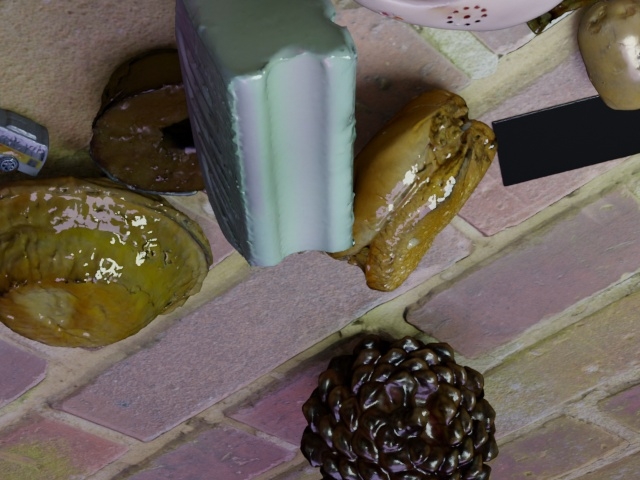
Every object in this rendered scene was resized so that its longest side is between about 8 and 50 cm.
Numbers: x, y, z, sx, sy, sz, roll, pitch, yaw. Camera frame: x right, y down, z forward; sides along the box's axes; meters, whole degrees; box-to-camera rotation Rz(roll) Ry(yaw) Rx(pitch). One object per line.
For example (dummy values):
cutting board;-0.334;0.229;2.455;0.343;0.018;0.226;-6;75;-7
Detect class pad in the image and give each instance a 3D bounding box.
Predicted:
pad;0.409;-0.168;1.676;0.246;0.006;0.170;-13;143;9

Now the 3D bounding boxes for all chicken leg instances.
chicken leg;0.342;-0.346;1.401;0.093;0.070;0.178;16;147;-26

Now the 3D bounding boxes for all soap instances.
soap;-0.068;-0.141;1.285;0.156;0.261;0.446;-20;147;-12

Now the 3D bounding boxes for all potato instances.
potato;0.435;-0.268;1.474;0.109;0.118;0.178;-40;127;-14

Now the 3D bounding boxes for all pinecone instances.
pinecone;0.142;0.386;2.056;0.398;0.397;0.397;-4;142;-3

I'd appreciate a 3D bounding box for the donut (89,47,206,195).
donut;-0.198;-0.176;1.501;0.272;0.107;0.272;-7;146;-5

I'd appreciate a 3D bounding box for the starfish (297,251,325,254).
starfish;0.000;0.000;1.818;0.092;0.016;0.086;12;140;-15

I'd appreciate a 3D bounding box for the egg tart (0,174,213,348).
egg tart;-0.391;0.057;1.681;0.443;0.178;0.443;-1;148;-1

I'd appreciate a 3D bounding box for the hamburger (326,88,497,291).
hamburger;0.130;-0.082;1.523;0.170;0.290;0.314;36;120;3

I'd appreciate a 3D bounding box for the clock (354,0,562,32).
clock;0.157;-0.386;1.162;0.377;0.250;0.368;26;132;-34

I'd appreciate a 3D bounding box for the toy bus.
toy bus;-0.488;-0.161;1.504;0.190;0.064;0.075;23;121;-33
